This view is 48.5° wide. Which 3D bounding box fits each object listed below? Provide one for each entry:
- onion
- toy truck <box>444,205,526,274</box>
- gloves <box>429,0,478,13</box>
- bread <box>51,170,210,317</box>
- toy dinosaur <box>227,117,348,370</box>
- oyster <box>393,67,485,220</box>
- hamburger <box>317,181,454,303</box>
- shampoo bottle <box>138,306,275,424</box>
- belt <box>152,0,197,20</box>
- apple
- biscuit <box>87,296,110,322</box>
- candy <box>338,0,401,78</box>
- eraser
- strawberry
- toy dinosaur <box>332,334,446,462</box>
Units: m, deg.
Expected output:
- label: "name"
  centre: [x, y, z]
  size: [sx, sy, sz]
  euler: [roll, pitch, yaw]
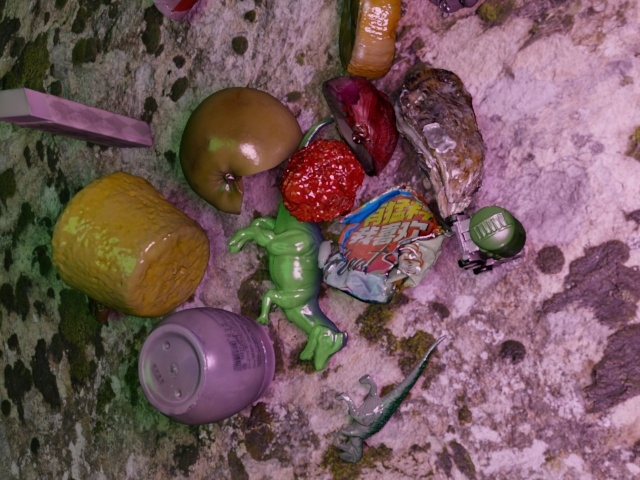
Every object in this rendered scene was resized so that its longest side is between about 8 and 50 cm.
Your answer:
- label: "onion"
  centre: [0.102, -0.247, 1.496]
  size: [0.120, 0.283, 0.227]
  euler: [-29, 108, 2]
- label: "toy truck"
  centre: [0.319, -0.005, 1.331]
  size: [0.125, 0.242, 0.101]
  euler: [-20, 76, 19]
- label: "gloves"
  centre: [0.272, -0.548, 1.479]
  size: [0.285, 0.119, 0.142]
  euler: [37, 119, 45]
- label: "bread"
  centre: [-0.471, 0.024, 1.828]
  size: [0.308, 0.348, 0.348]
  euler: [28, 103, 21]
- label: "toy dinosaur"
  centre: [0.000, 0.000, 1.639]
  size: [0.375, 0.144, 0.499]
  euler: [37, 95, 16]
- label: "oyster"
  centre: [0.239, -0.199, 1.415]
  size: [0.162, 0.158, 0.350]
  euler: [-10, 65, 8]
- label: "hamburger"
  centre: [0.139, 0.026, 1.470]
  size: [0.276, 0.150, 0.261]
  euler: [-46, 43, -8]
- label: "shampoo bottle"
  centre: [-0.268, 0.295, 1.695]
  size: [0.273, 0.266, 0.272]
  euler: [-3, 84, 32]
- label: "belt"
  centre: [-0.413, -0.700, 1.948]
  size: [0.124, 0.128, 0.200]
  euler: [-38, 64, 28]
- label: "apple"
  centre: [-0.211, -0.225, 1.685]
  size: [0.295, 0.233, 0.257]
  euler: [-41, 21, 31]
- label: "biscuit"
  centre: [-0.646, 0.127, 2.052]
  size: [0.226, 0.042, 0.225]
  euler: [16, 108, 62]
- label: "candy"
  centre: [0.107, -0.476, 1.514]
  size: [0.118, 0.260, 0.259]
  euler: [1, 86, -10]
- label: "eraser"
  centre: [-0.672, -0.327, 1.937]
  size: [0.213, 0.397, 0.082]
  euler: [3, 87, 35]
- label: "strawberry"
  centre: [-0.011, -0.120, 1.521]
  size: [0.187, 0.201, 0.184]
  euler: [-1, 111, 39]
- label: "toy dinosaur"
  centre: [0.113, 0.328, 1.537]
  size: [0.129, 0.076, 0.382]
  euler: [31, 114, -1]
